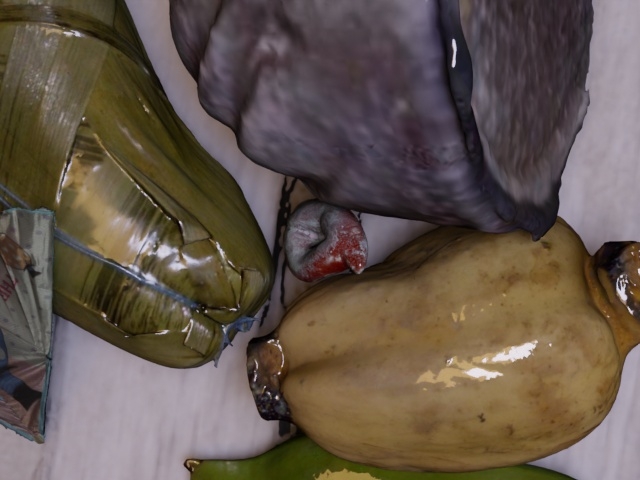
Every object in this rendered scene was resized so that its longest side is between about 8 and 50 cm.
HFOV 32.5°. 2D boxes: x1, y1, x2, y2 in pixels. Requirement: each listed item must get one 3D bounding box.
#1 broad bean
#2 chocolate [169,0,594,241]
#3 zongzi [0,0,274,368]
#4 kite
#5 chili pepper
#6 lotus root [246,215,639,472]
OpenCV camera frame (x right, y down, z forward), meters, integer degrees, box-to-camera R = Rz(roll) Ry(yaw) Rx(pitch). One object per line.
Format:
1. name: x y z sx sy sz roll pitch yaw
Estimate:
1. broad bean: 0.070 0.167 0.697 0.325 0.067 0.075 6 127 9
2. chocolate: 0.024 -0.154 0.610 0.213 0.303 0.303 2 90 26
3. zongzi: -0.113 -0.079 0.683 0.251 0.125 0.274 26 95 5
4. kite: -0.267 0.021 0.681 0.335 0.011 0.314 -9 124 34
5. chili pepper: -0.001 0.000 0.664 0.041 0.153 0.050 -6 95 -7
6. lotus root: 0.085 0.059 0.664 0.257 0.140 0.154 -11 57 7
